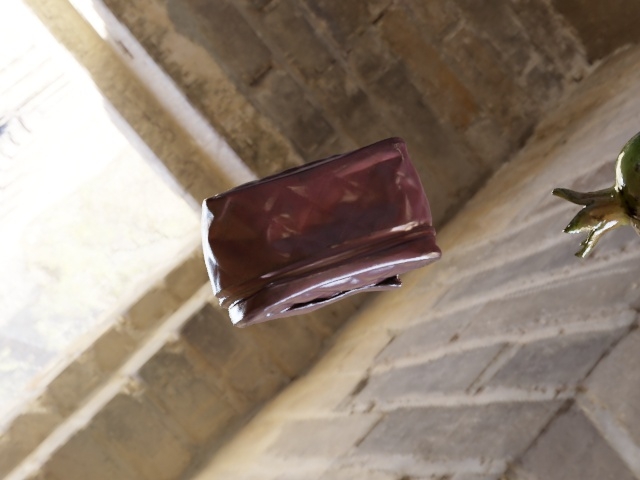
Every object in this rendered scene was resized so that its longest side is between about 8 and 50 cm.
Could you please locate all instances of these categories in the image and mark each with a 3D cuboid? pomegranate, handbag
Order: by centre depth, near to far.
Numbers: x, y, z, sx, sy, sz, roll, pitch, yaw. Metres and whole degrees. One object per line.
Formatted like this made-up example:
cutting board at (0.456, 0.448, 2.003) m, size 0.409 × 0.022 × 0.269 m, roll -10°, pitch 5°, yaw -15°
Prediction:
handbag at (0.000, 0.000, 0.910) m, size 0.146 × 0.225 × 0.135 m, roll 131°, pitch 120°, yaw -75°
pomegranate at (0.386, -0.052, 1.098) m, size 0.156 × 0.220 × 0.156 m, roll -23°, pitch -90°, yaw -88°
